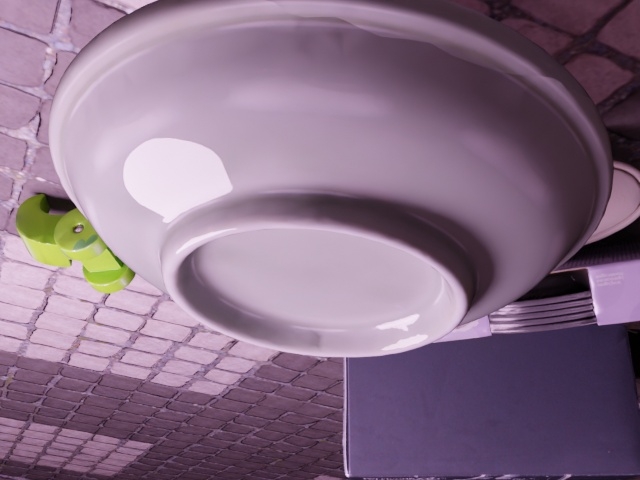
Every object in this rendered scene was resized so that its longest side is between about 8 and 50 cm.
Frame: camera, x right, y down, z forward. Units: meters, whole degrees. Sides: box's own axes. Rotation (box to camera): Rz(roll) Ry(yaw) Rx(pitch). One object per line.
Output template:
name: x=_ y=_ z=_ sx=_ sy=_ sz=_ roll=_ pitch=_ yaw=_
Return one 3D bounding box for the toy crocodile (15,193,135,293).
toy crocodile: x=-0.208 y=-0.011 z=0.918 sx=0.340 sy=0.105 sz=0.115 roll=-5 pitch=149 yaw=7

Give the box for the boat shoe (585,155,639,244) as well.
boat shoe: x=0.191 y=-0.034 z=0.846 sx=0.335 sy=0.095 sz=0.112 roll=-17 pitch=108 yaw=26

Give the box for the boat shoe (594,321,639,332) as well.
boat shoe: x=0.459 y=0.099 z=1.072 sx=0.206 sy=0.075 sz=0.065 roll=9 pitch=-167 yaw=-19

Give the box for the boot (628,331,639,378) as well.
boot: x=0.598 y=0.199 z=1.214 sx=0.264 sy=0.096 sz=0.280 roll=-16 pitch=152 yaw=18

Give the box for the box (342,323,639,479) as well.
box: x=0.209 y=0.238 z=0.999 sx=0.342 sy=0.179 sz=0.312 roll=-3 pitch=158 yaw=6

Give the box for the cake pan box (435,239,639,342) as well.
cake pan box: x=0.266 y=0.053 z=0.865 sx=0.245 sy=0.070 sz=0.267 roll=-11 pitch=180 yaw=20

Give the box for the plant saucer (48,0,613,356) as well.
plant saucer: x=0.000 y=0.000 z=0.533 sx=0.400 sy=0.101 sz=0.401 roll=5 pitch=150 yaw=3
